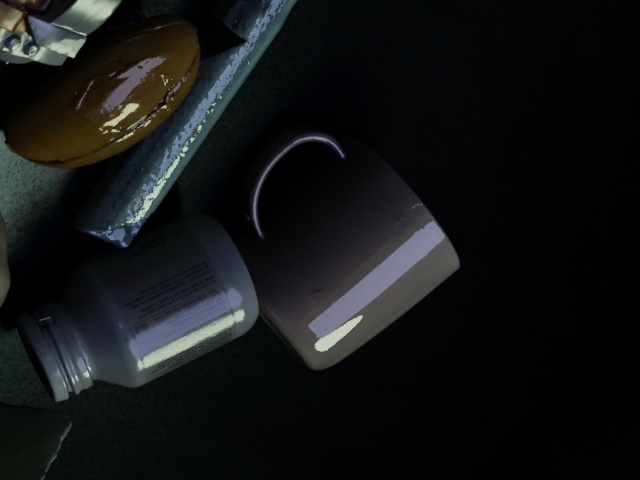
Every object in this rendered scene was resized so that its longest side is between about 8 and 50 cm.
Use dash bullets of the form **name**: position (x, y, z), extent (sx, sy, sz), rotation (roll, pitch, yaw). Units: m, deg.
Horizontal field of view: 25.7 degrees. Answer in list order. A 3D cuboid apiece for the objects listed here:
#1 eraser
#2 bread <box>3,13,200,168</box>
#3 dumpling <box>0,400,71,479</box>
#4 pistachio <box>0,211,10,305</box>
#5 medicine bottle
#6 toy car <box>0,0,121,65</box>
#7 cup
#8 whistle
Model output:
- **eraser**: position (-0.180, -0.176, 1.176), extent (0.099, 0.027, 0.019), rotation (-22, 151, -38)
- **bread**: position (-0.176, -0.117, 1.177), extent (0.189, 0.077, 0.114), rotation (-36, 172, 2)
- **dumpling**: position (-0.385, 0.184, 1.192), extent (0.320, 0.212, 0.270), rotation (-49, -169, -31)
- **pistachio**: position (-0.342, 0.013, 1.027), extent (0.226, 0.207, 0.332), rotation (-3, 169, 8)
- **medicine bottle**: position (-0.181, 0.071, 1.374), extent (0.215, 0.135, 0.135), rotation (-26, 147, -17)
- **toy car**: position (-0.245, -0.217, 0.941), extent (0.193, 0.118, 0.301), rotation (-52, 151, 15)
- **cup**: position (0.000, 0.000, 1.521), extent (0.200, 0.191, 0.253), rotation (-40, 122, -6)
- **whistle**: position (-0.122, -0.124, 1.291), extent (0.312, 0.062, 0.062), rotation (-54, 152, 14)
